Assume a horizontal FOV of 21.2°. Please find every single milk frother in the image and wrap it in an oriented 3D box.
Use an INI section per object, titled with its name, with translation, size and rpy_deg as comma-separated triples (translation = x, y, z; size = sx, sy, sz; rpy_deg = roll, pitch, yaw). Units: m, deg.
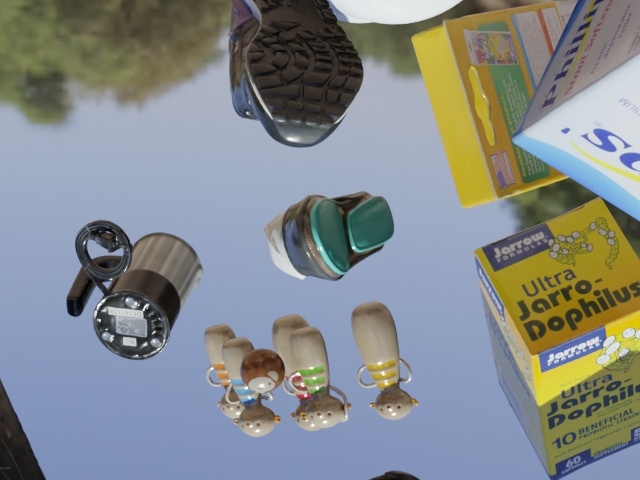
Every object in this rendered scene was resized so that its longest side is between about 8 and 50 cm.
[milk frother]
translation = -0.194, 0.027, 1.809
size = 0.129, 0.143, 0.134
rpy_deg = 21, -149, 0

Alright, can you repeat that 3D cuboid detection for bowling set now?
[bowling set]
translation = -0.047, 0.186, 2.107
size = 0.287, 0.154, 0.200
rpy_deg = -9, -169, 27

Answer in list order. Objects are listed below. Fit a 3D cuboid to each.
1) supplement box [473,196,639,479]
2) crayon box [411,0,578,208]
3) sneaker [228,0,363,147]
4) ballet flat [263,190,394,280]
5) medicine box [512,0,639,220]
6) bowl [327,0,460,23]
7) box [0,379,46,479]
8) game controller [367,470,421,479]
[supplement box]
translation = 0.354, 0.144, 2.371
size = 0.194, 0.356, 0.195
rpy_deg = -23, -127, -4
[crayon box]
translation = 0.218, -0.158, 1.941
size = 0.083, 0.203, 0.323
rpy_deg = -16, -179, 36
[sneaker]
translation = -0.032, -0.146, 1.576
size = 0.107, 0.124, 0.283
rpy_deg = 7, -145, -13
[ballet flat]
translation = 0.000, 0.000, 1.877
size = 0.096, 0.095, 0.280
rpy_deg = -13, 178, 20
[medicine box]
translation = 0.313, -0.092, 1.113
size = 0.263, 0.149, 0.289
rpy_deg = 31, 160, -9
[bowl]
translation = 0.106, -0.344, 1.781
size = 0.298, 0.298, 0.134
rpy_deg = -3, -151, -37
[box]
translation = -0.469, 0.365, 1.726
size = 0.297, 0.471, 0.480
rpy_deg = -20, -174, 13
[game controller]
translation = 0.121, 0.363, 1.565
size = 0.166, 0.319, 0.067
rpy_deg = -44, 168, 35
